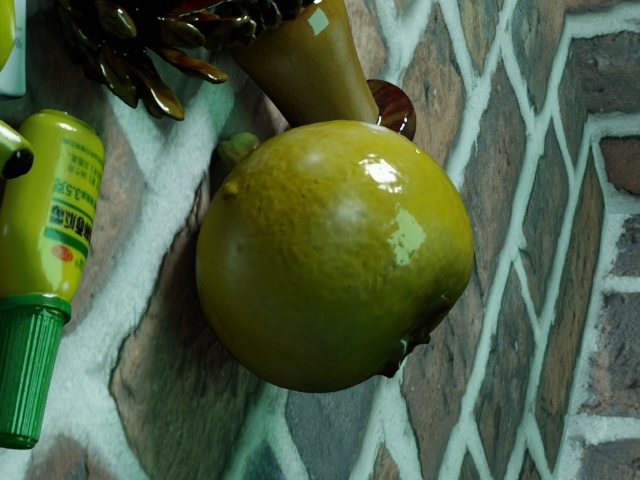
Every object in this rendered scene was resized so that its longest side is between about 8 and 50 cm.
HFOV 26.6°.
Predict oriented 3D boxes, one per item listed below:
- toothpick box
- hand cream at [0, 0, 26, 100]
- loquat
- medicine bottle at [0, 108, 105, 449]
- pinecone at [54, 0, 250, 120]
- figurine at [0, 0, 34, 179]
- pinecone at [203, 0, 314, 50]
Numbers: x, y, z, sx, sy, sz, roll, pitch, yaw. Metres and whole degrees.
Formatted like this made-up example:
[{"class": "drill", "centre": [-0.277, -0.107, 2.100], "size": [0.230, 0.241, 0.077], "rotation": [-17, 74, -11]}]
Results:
[{"class": "toothpick box", "centre": [0.000, -0.192, 1.708], "size": [0.294, 0.192, 0.192], "rotation": [60, 36, -38]}, {"class": "hand cream", "centre": [-0.290, -0.253, 1.205], "size": [0.079, 0.048, 0.255], "rotation": [-9, 98, -68]}, {"class": "loquat", "centre": [0.000, 0.000, 1.569], "size": [0.359, 0.328, 0.328], "rotation": [49, 14, 20]}, {"class": "medicine bottle", "centre": [-0.258, 0.036, 1.228], "size": [0.111, 0.076, 0.309], "rotation": [39, 54, -59]}, {"class": "pinecone", "centre": [-0.165, -0.240, 1.310], "size": [0.201, 0.202, 0.229], "rotation": [-44, 124, -8]}, {"class": "figurine", "centre": [-0.299, -0.219, 1.007], "size": [0.326, 0.169, 0.218], "rotation": [107, -34, -49]}, {"class": "pinecone", "centre": [-0.098, -0.300, 1.493], "size": [0.212, 0.185, 0.168], "rotation": [-39, 98, -32]}]
